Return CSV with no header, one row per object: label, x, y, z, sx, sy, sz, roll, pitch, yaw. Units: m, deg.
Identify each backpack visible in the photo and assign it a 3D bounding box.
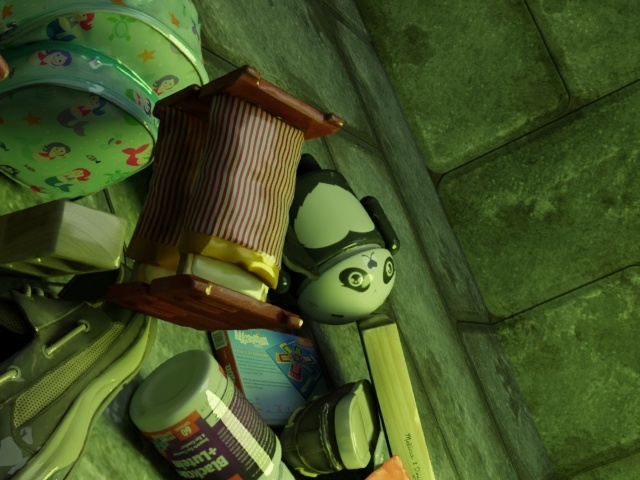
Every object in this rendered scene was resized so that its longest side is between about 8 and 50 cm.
backpack,-0.244,-0.169,0.971,0.225,0.253,0.191,41,29,-52

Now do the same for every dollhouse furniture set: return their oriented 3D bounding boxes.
dollhouse furniture set,-0.179,-0.065,0.778,0.374,0.152,0.201,22,70,-38

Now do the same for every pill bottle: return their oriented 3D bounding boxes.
pill bottle,-0.110,0.221,1.055,0.193,0.108,0.108,55,20,-25

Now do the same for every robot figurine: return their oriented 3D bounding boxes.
robot figurine,0.002,-0.002,1.531,0.278,0.209,0.173,60,7,20

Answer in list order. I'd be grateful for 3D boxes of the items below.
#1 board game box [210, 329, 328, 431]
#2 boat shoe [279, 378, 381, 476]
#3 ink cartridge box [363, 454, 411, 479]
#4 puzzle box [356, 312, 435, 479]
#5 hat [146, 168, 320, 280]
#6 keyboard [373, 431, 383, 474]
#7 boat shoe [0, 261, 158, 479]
board game box,-0.059,0.197,1.363,0.281,0.027,0.145,25,46,-64
boat shoe,0.023,0.257,1.319,0.324,0.096,0.117,24,55,-80
ink cartridge box,0.083,0.458,1.108,0.385,0.091,0.308,-27,91,-50
puzzle box,0.129,0.316,1.450,0.272,0.052,0.409,125,-49,-89
hat,-0.146,-0.049,1.283,0.331,0.134,0.331,55,1,-2
keyboard,0.077,0.391,1.316,0.072,0.014,0.256,-72,164,-76
boat shoe,-0.240,0.095,0.825,0.130,0.132,0.355,58,18,-20
